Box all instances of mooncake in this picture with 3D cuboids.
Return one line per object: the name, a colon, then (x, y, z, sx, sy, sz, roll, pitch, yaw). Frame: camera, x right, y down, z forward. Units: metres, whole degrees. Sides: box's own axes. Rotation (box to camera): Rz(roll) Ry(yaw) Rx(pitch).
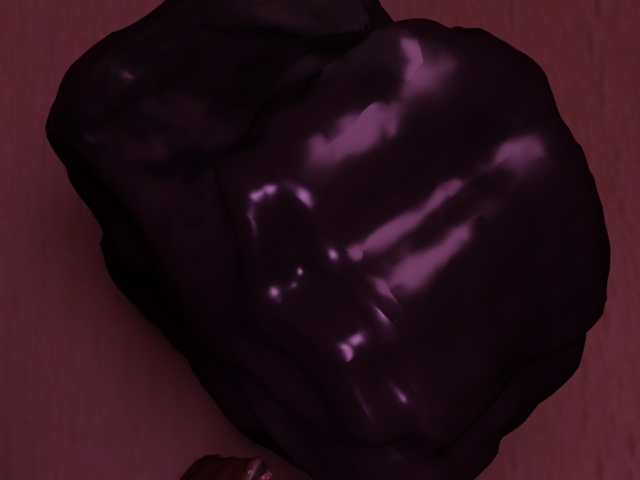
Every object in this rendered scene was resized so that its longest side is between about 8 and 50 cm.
mooncake: (0.000, 0.000, 1.012, 0.212, 0.381, 0.350, -40, 114, -20)

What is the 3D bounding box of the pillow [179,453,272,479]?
pillow: (-0.120, 0.228, 1.014, 0.043, 0.126, 0.232, 47, 62, -15)
